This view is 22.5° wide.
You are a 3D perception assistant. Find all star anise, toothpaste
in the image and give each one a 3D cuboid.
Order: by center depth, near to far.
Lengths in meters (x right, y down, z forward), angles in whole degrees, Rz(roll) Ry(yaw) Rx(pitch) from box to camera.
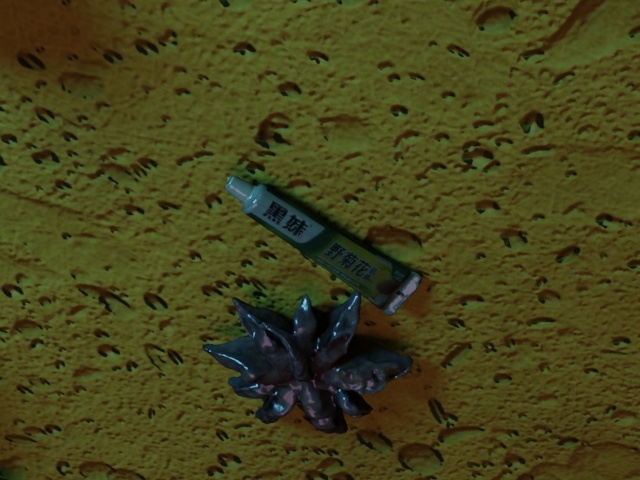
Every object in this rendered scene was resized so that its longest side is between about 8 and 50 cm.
[{"bbox_3d":[0.000,0.000,1.411,0.204,0.031,0.049,33,107,-23],"label":"toothpaste"},{"bbox_3d":[-0.010,0.123,1.502,0.195,0.065,0.182,-5,133,6],"label":"star anise"}]
